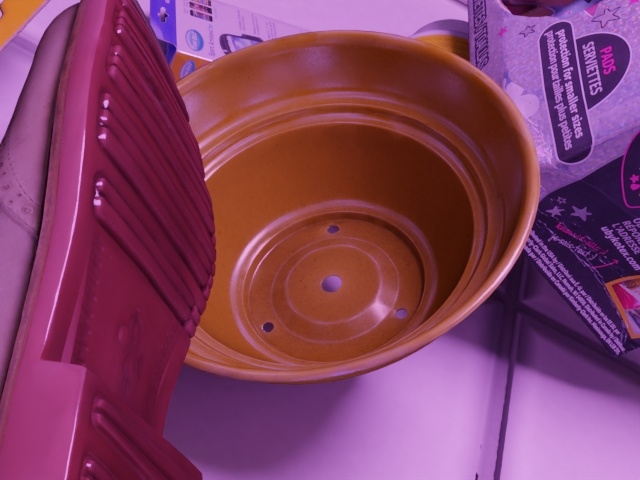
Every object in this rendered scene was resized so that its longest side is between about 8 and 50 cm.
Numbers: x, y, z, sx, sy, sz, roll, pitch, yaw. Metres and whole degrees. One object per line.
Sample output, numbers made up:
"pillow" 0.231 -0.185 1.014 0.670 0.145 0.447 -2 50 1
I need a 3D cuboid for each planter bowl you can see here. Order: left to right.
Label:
"planter bowl" 0.000 0.000 0.553 0.217 0.090 0.217 -6 50 7

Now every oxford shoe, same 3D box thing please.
"oxford shoe" -0.120 0.021 0.426 0.130 0.123 0.348 -14 44 13

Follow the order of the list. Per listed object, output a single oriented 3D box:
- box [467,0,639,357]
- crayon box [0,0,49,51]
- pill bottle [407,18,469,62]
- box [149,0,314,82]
"box" 0.185 -0.090 0.650 0.163 0.142 0.247 44 33 -32
"crayon box" -0.307 -0.147 0.549 0.323 0.083 0.203 26 36 -6
"pill bottle" 0.075 -0.073 0.712 0.103 0.103 0.184 27 37 -5
"box" -0.054 -0.127 0.752 0.136 0.028 0.081 13 39 -19
